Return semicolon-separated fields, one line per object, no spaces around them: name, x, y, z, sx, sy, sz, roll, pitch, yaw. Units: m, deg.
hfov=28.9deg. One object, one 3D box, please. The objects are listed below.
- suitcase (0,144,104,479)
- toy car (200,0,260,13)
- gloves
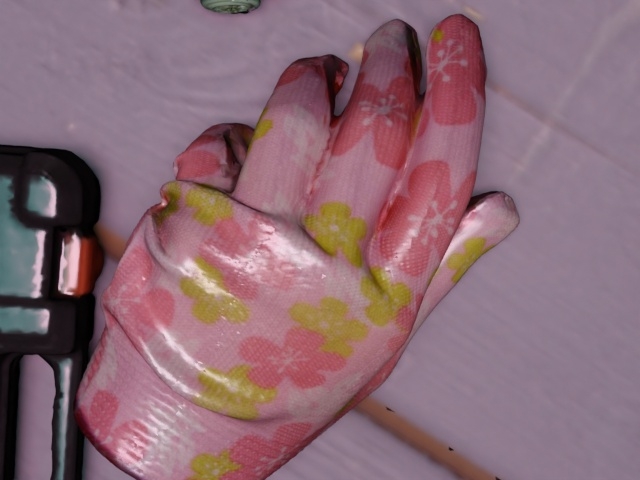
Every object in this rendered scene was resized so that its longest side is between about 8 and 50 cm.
suitcase;-0.213;0.093;0.591;0.206;0.066;0.285;4;93;1
toy car;0.006;-0.150;0.580;0.143;0.054;0.073;-6;91;1
gloves;-0.002;0.001;0.558;0.145;0.126;0.241;35;99;2
